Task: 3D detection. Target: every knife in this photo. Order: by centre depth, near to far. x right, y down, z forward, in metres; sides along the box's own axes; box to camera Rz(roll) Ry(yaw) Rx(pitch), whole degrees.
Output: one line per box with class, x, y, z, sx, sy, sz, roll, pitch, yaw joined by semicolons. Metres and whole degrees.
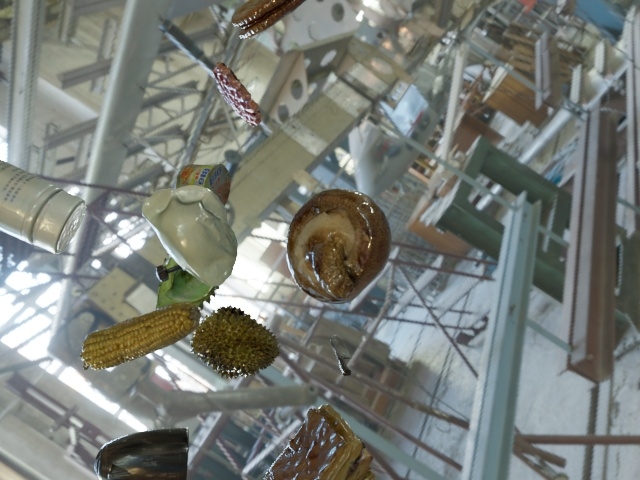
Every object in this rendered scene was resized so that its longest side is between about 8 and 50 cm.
knife;0.077;0.402;2.123;0.230;0.060;0.028;-119;35;-61

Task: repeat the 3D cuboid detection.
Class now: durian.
durian;-0.380;0.051;1.677;0.163;0.198;0.394;-2;61;34
durian;-0.280;0.342;1.980;0.258;0.293;0.258;-63;-6;-11

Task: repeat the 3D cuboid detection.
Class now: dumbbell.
dumbbell;-0.341;0.066;1.393;0.083;0.040;0.036;-21;-45;-7

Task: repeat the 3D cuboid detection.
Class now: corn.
corn;-0.408;0.220;1.377;0.313;0.102;0.102;-19;11;14

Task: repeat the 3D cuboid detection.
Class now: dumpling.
dumpling;-0.242;-0.018;1.191;0.151;0.229;0.124;-36;-2;-28

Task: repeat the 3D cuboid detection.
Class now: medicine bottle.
medicine bottle;-0.887;-0.107;1.775;0.190;0.332;0.190;-63;4;7

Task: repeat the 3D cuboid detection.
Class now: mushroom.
mushroom;0.045;0.017;1.715;0.345;0.345;0.239;-57;-32;-6

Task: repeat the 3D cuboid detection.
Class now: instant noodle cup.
instant noodle cup;-0.473;-0.213;2.379;0.205;0.153;0.205;11;-90;-70

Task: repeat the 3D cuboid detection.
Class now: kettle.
kettle;-0.580;0.713;1.954;0.268;0.290;0.207;-169;82;-78

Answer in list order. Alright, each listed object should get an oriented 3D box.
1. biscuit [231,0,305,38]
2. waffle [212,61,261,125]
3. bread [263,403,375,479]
biscuit;-0.114;-0.563;1.433;0.220;0.066;0.220;-25;29;15
waffle;-0.264;-0.455;1.897;0.055;0.221;0.234;-39;2;-6
bread;0.001;0.707;1.792;0.370;0.191;0.314;-55;26;-2
